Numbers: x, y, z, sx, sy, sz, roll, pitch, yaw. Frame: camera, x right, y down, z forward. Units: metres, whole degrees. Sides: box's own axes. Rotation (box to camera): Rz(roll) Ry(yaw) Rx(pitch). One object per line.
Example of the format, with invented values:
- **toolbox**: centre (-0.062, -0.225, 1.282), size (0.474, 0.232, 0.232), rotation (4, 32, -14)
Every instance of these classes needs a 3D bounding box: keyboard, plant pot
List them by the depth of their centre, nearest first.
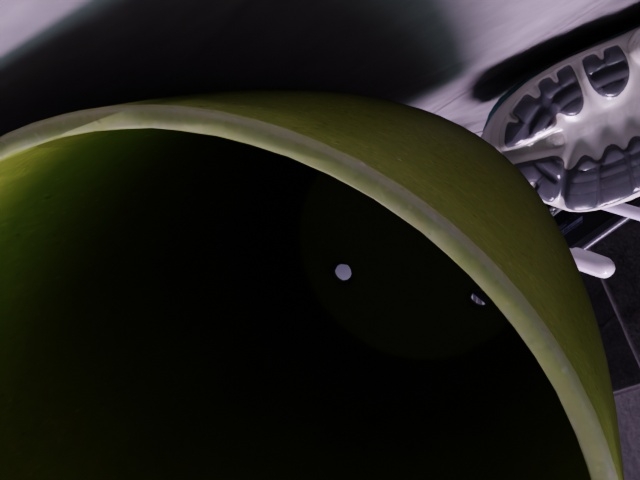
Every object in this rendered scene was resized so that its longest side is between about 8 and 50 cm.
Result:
- **plant pot**: centre (0.008, 0.045, 0.493), size (0.275, 0.274, 0.293), rotation (-26, -172, 27)
- **keyboard**: centre (0.275, -0.016, 1.248), size (0.317, 0.033, 0.201), rotation (-38, -168, 25)

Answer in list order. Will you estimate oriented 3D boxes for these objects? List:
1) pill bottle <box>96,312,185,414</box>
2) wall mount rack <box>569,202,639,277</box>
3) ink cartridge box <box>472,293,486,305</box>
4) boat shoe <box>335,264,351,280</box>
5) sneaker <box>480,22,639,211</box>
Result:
- **pill bottle**: centre (-0.162, 0.068, 0.619), size (0.103, 0.103, 0.184), rotation (-15, 170, -44)
- **wall mount rack**: centre (0.167, 0.010, 1.061), size (0.304, 0.130, 0.350), rotation (-29, 171, 39)
- **ink cartridge box**: centre (0.036, 0.107, 0.914), size (0.197, 0.114, 0.273), rotation (-17, 147, 29)
- **boat shoe**: centre (0.000, 0.000, 0.742), size (0.229, 0.080, 0.076), rotation (-28, 173, -15)
- **sneaker**: centre (0.221, -0.103, 0.646), size (0.275, 0.107, 0.110), rotation (-18, -168, 1)
